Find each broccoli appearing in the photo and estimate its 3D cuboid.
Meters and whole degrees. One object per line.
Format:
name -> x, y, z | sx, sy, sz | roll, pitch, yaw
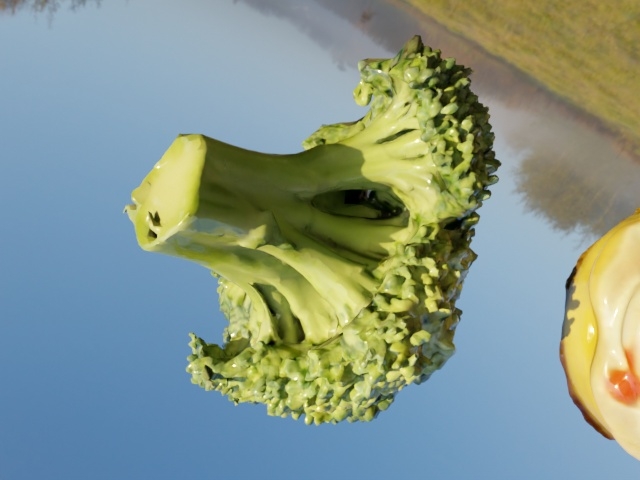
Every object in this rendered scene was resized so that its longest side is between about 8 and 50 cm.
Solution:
broccoli -> 0.019, 0.013, 0.521 | 0.249, 0.375, 0.302 | 43, -164, 16

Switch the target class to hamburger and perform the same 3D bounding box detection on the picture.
hamburger -> 0.377, 0.082, 0.510 | 0.276, 0.276, 0.237 | 22, 173, -12
